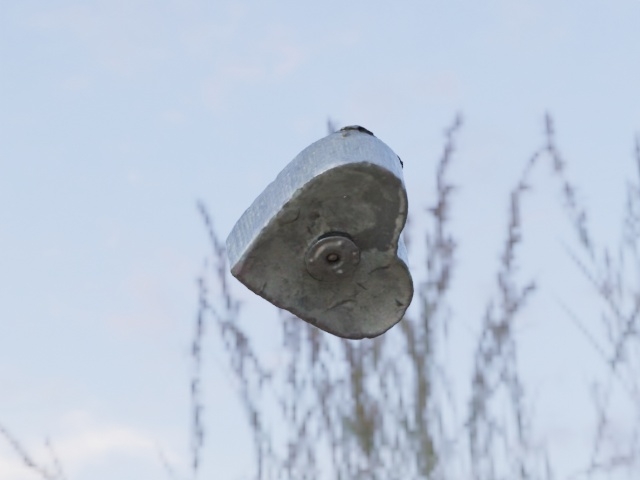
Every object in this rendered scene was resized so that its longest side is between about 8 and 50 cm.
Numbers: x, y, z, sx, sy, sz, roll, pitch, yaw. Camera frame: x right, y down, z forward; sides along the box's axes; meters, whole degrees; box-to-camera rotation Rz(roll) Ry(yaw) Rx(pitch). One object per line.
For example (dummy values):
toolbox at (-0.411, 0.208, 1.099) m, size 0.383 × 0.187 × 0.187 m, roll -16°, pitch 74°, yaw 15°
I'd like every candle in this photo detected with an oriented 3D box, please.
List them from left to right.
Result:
candle at (0.000, 0.000, 1.526) m, size 0.169 × 0.068 × 0.192 m, roll -9°, pitch -60°, yaw -4°
